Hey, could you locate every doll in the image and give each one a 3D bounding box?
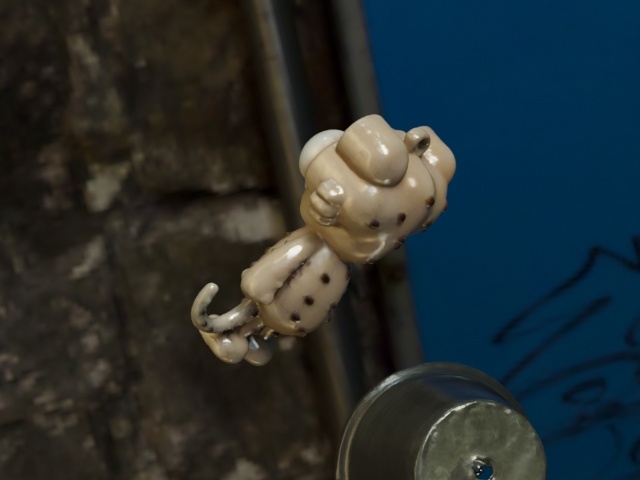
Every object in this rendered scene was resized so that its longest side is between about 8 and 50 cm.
[{"bbox_3d":[0.000,0.001,1.448,0.119,0.278,0.154,49,10,25],"label":"doll"}]

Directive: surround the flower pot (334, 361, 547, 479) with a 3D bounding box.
[{"bbox_3d":[0.146,0.239,1.686,0.148,0.235,0.235,153,-78,-73],"label":"flower pot"}]
